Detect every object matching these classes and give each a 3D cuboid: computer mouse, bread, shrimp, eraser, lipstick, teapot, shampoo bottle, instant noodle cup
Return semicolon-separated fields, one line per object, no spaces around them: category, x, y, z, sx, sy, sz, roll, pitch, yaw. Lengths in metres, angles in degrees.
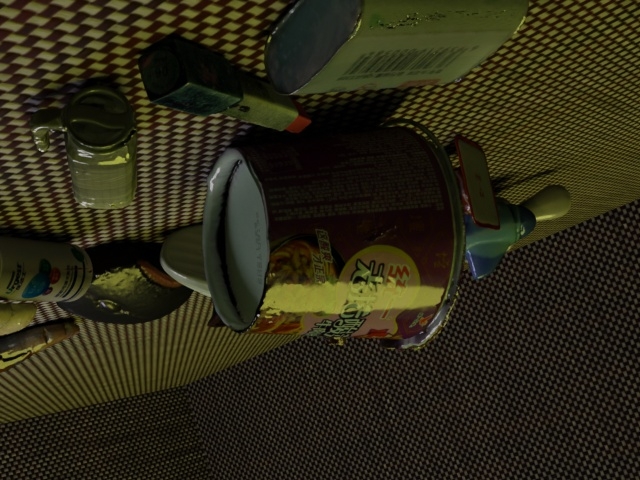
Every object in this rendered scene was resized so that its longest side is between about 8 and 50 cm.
computer mouse;-0.326;0.083;1.616;0.182;0.116;0.323;-27;167;20
bread;-0.562;0.109;1.297;0.315;0.054;0.316;0;174;0
shrimp;-0.656;0.235;1.952;0.289;0.075;0.178;-28;176;-24
eraser;0.079;-0.213;0.935;0.226;0.081;0.174;-9;162;-36
lipstick;-0.086;-0.159;1.011;0.051;0.051;0.312;-24;170;22
teapot;-0.249;-0.098;0.982;0.107;0.077;0.200;4;164;-11
shampoo bottle;-0.437;0.038;1.269;0.092;0.092;0.303;-22;168;17
instant noodle cup;0.000;0.000;1.270;0.265;0.340;0.340;-4;163;-27

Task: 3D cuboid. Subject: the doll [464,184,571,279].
doll;0.353;-0.010;2.083;0.376;0.187;0.365;-45;165;26

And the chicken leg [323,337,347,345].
chicken leg;0.062;0.053;1.760;0.093;0.305;0.113;16;171;20

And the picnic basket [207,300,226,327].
picnic basket;-0.114;0.075;1.881;0.222;0.129;0.297;-9;165;-34

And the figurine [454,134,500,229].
figurine;0.180;-0.071;1.646;0.226;0.160;0.183;-16;170;24

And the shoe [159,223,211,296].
shoe;-0.120;0.075;1.634;0.362;0.132;0.160;13;148;-20
